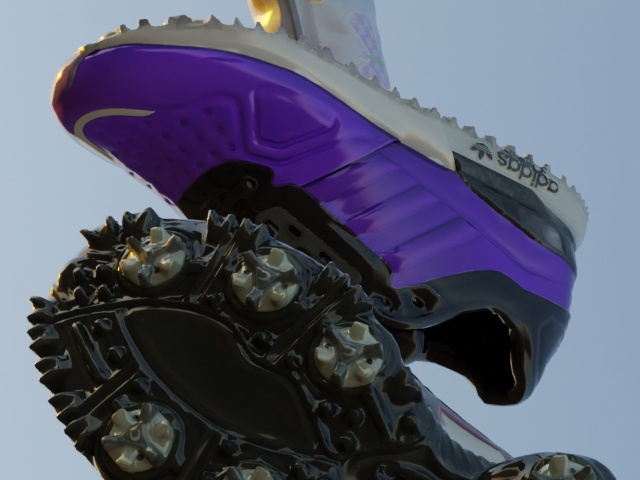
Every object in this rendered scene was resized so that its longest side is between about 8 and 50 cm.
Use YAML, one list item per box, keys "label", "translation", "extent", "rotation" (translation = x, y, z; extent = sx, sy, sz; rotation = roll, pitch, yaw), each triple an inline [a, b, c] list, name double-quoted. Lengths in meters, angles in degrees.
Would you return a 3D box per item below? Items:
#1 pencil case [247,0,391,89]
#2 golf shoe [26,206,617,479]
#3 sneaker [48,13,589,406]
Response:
- label: "pencil case"
  translation: [0.006, -0.099, 1.637]
  extent: [0.113, 0.124, 0.273]
  rotation: [-15, -104, 33]
- label: "golf shoe"
  translation: [0.015, 0.092, 0.639]
  extent: [0.273, 0.105, 0.120]
  rotation: [32, -20, 21]
- label: "sneaker"
  translation: [0.001, 0.000, 0.925]
  extent: [0.293, 0.146, 0.102]
  rotation: [21, -29, -18]
